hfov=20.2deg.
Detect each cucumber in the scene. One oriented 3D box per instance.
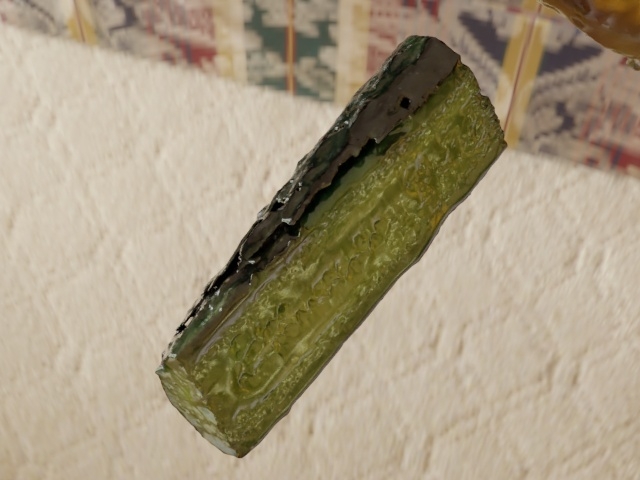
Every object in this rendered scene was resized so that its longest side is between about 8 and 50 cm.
[{"bbox_3d":[-0.003,-0.002,0.854,0.211,0.078,0.062,-48,40,-17],"label":"cucumber"}]

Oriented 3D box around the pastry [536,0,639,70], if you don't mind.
[{"bbox_3d":[0.167,-0.195,0.879,0.218,0.100,0.229,-3,92,5],"label":"pastry"}]
